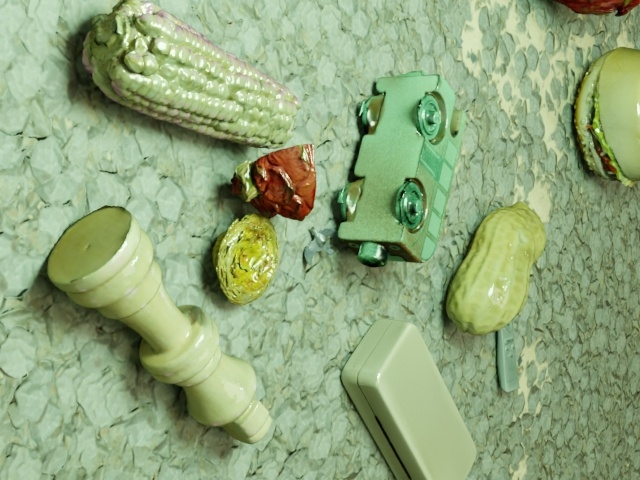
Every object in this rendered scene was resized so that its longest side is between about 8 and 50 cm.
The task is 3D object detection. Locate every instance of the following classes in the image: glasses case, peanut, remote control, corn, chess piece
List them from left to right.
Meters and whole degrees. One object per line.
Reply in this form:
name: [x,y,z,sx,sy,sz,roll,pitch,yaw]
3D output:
chess piece: [-0.173,0.128,1.271,0.397,0.117,0.117,55,52,-39]
corn: [-0.150,-0.189,1.276,0.335,0.127,0.126,24,74,-52]
glasses case: [0.152,0.291,1.693,0.144,0.076,0.336,-52,129,-35]
peanut: [0.322,0.044,1.849,0.147,0.147,0.305,55,48,-37]
remote control: [0.354,0.198,1.974,0.050,0.027,0.184,-7,93,-51]

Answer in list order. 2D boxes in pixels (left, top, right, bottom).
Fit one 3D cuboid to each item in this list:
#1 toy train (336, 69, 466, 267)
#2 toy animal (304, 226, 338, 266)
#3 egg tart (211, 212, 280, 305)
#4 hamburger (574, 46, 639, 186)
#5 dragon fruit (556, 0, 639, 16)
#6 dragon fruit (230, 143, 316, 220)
toy train: [0.126,-0.102,1.596,0.159,0.129,0.326,38,61,-50]
toy animal: [0.001,0.000,1.529,0.084,0.028,0.050,-44,133,-40]
egg tart: [-0.106,0.025,1.389,0.129,0.049,0.128,-15,108,-53]
hamburger: [0.654,-0.265,2.186,0.300,0.176,0.300,-2,93,-49]
dragon fruit: [0.530,-0.562,1.947,0.343,0.277,0.277,14,79,-11]
dragon fruit: [-0.063,-0.063,1.369,0.106,0.162,0.083,-6,79,-13]
